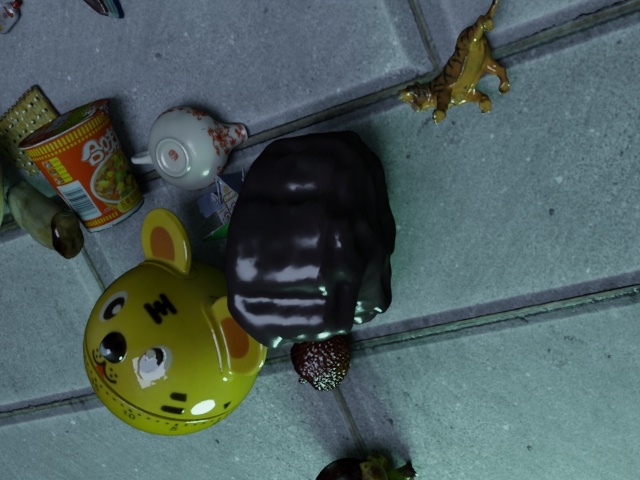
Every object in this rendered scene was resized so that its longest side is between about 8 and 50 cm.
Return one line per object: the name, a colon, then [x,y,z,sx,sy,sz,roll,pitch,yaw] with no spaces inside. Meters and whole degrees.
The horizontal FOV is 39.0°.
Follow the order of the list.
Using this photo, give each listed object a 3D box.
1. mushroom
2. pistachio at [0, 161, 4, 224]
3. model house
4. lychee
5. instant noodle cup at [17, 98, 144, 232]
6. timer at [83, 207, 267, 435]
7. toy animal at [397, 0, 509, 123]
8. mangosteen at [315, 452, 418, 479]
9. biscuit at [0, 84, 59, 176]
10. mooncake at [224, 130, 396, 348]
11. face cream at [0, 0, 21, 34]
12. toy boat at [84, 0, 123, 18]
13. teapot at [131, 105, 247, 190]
mushroom: [-0.562,-0.044,1.817,0.312,0.081,0.100,26,125,50]
pistachio: [-0.768,-0.094,1.871,0.229,0.238,0.321,20,126,-13]
model house: [-0.159,-0.076,1.688,0.167,0.117,0.088,-34,80,34]
lychee: [0.003,0.225,1.741,0.123,0.123,0.129,47,115,-2]
instant noodle cup: [-0.444,-0.138,1.750,0.193,0.193,0.212,-13,116,29]
timer: [-0.267,0.170,1.697,0.376,0.376,0.387,34,130,7]
toy animal: [0.236,-0.292,1.411,0.255,0.114,0.116,-61,39,28]
mangosteen: [0.093,0.507,1.813,0.217,0.192,0.192,-38,95,-5]
biscuit: [-0.602,-0.215,1.870,0.203,0.016,0.144,-35,96,32]
mooncake: [0.000,0.000,1.485,0.212,0.381,0.350,-2,101,19]
face cream: [-0.609,-0.440,1.763,0.083,0.021,0.040,-37,96,33]
toy boat: [-0.447,-0.491,1.653,0.080,0.046,0.229,-39,92,30]
teapot: [-0.260,-0.169,1.691,0.245,0.116,0.159,1,125,31]
